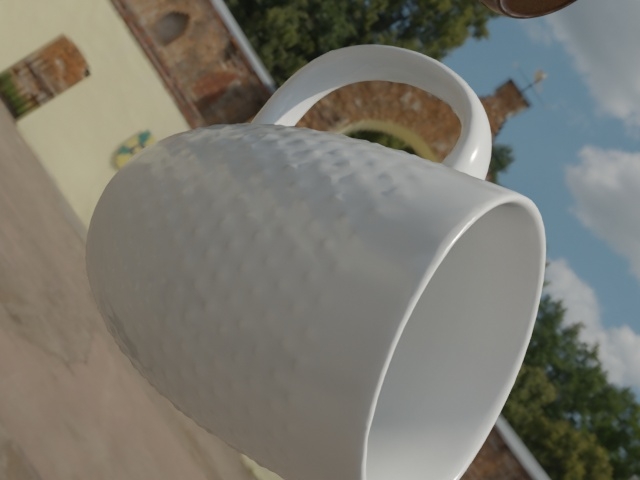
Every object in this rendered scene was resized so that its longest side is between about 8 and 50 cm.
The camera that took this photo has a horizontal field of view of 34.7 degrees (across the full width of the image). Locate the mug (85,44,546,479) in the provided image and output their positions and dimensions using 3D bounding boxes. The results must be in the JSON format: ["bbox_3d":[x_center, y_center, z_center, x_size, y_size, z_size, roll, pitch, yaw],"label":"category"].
[{"bbox_3d":[0.000,0.000,0.865,0.328,0.374,0.276,22,-13,30],"label":"mug"}]

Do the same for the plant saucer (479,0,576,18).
[{"bbox_3d":[0.262,-0.307,1.178,0.168,0.168,0.029,72,1,-68],"label":"plant saucer"}]
